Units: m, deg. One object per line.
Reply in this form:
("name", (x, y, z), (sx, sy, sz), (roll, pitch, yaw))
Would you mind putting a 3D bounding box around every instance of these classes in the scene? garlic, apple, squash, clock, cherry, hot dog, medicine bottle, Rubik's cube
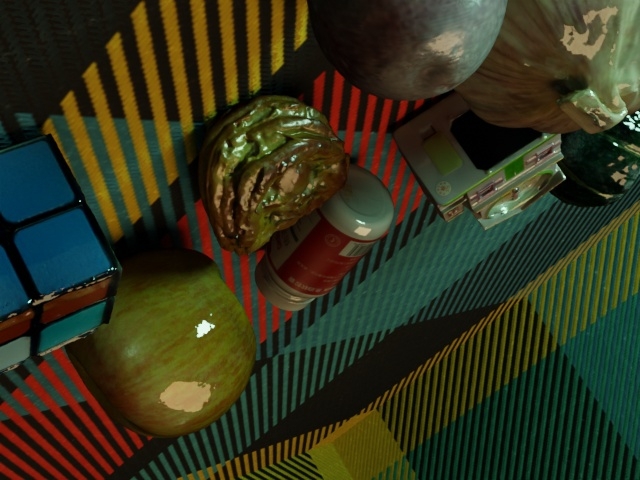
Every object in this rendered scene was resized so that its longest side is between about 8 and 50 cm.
("garlic", (0.271, -0.254, 1.172), (0.322, 0.322, 0.241), (-40, -163, 25))
("apple", (-0.207, 0.133, 1.400), (0.264, 0.264, 0.264), (-28, 162, -10))
("squash", (0.472, -0.175, 1.730), (0.252, 0.165, 0.252), (-156, -90, -89))
("clock", (0.267, -0.127, 1.617), (0.235, 0.166, 0.309), (-33, 164, 4))
("cherry", (0.077, -0.235, 0.953), (0.184, 0.213, 0.266), (6, 163, -8))
("hot dog", (-0.064, -0.071, 1.297), (0.196, 0.122, 0.272), (-35, 162, -12))
("medicine bottle", (0.000, 0.000, 1.573), (0.131, 0.131, 0.250), (-15, 156, -42))
("Rubik's cube", (-0.320, 0.026, 1.037), (0.183, 0.167, 0.180), (-23, 165, -23))
